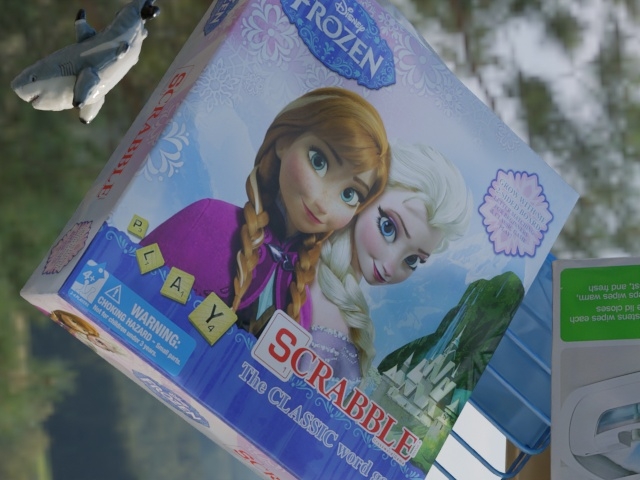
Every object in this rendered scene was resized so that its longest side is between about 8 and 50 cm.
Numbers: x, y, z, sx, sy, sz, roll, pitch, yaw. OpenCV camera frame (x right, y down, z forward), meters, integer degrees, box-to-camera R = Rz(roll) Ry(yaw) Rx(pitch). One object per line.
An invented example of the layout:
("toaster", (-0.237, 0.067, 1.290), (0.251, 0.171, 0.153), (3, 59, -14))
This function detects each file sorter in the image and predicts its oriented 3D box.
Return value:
("file sorter", (0.153, 0.113, 1.494), (0.104, 0.118, 0.170), (-42, 174, -47))

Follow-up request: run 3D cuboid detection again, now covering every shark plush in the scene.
("shark plush", (-0.191, -0.173, 1.597), (0.161, 0.067, 0.073), (-50, 175, 5))

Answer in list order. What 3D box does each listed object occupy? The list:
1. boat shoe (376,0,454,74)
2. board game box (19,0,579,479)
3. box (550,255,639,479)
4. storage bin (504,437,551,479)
("boat shoe", (0.092, -0.103, 1.641), (0.267, 0.088, 0.096), (48, -9, -24))
("board game box", (0.000, 0.000, 1.320), (0.066, 0.319, 0.318), (-3, -128, 57))
("box", (0.205, 0.159, 1.010), (0.262, 0.127, 0.231), (55, 36, -63))
("storage bin", (0.254, 0.245, 1.507), (0.262, 0.123, 0.260), (144, -50, -68))
